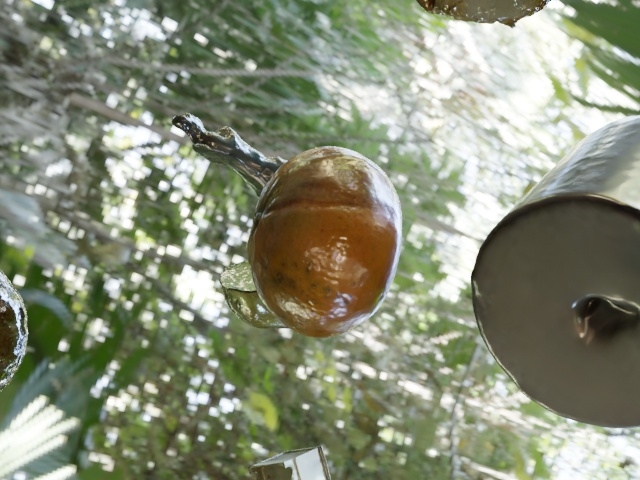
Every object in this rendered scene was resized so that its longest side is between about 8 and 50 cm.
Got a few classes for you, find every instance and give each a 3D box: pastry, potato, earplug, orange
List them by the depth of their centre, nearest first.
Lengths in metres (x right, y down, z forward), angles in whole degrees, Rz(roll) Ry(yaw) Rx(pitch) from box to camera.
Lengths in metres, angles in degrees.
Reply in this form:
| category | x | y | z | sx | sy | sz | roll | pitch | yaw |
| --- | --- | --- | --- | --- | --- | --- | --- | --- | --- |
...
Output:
| category | x | y | z | sx | sy | sz | roll | pitch | yaw |
| --- | --- | --- | --- | --- | --- | --- | --- | --- | --- |
| orange | 0.000 | 0.000 | 1.504 | 0.240 | 0.171 | 0.240 | -164 | -90 | -72 |
| earplug | 0.409 | 0.005 | 1.568 | 0.312 | 0.313 | 0.394 | -20 | -165 | 40 |
| pastry | 0.250 | -0.399 | 1.854 | 0.229 | 0.100 | 0.218 | 15 | -141 | 16 |
| potato | -0.042 | 0.089 | 2.050 | 0.160 | 0.271 | 0.111 | 17 | -63 | 54 |

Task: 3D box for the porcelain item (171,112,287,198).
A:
| category | x | y | z | sx | sy | sz | roll | pitch | yaw |
| --- | --- | --- | --- | --- | --- | --- | --- | --- | --- |
| porcelain item | -0.147 | -0.141 | 1.961 | 0.081 | 0.215 | 0.069 | 4 | -113 | 59 |

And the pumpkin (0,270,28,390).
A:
| category | x | y | z | sx | sy | sz | roll | pitch | yaw |
| --- | --- | --- | --- | --- | --- | --- | --- | --- | --- |
| pumpkin | -0.446 | 0.103 | 1.409 | 0.219 | 0.162 | 0.219 | -3 | -101 | 17 |

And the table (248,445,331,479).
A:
| category | x | y | z | sx | sy | sz | roll | pitch | yaw |
| --- | --- | --- | --- | --- | --- | --- | --- | --- | --- |
| table | -0.043 | 0.335 | 1.746 | 0.079 | 0.083 | 0.062 | -17 | -93 | 39 |
